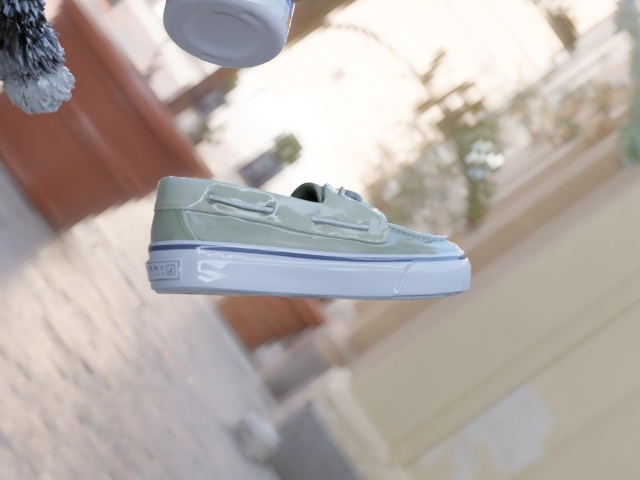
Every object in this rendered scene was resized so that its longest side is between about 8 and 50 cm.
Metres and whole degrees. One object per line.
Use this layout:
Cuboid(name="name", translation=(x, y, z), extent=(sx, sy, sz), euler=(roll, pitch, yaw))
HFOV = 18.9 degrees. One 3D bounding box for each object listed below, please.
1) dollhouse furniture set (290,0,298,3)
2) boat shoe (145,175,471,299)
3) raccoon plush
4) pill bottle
Cuboid(name="dollhouse furniture set", translation=(-0.027, -0.357, 1.654), extent=(0.161, 0.212, 0.242), euler=(-109, 177, -48))
Cuboid(name="boat shoe", translation=(0.000, 0.000, 1.541), extent=(0.109, 0.302, 0.094), euler=(-1, -93, 53))
Cuboid(name="raccoon plush", translation=(-0.364, -0.337, 2.071), extent=(0.299, 0.216, 0.446), euler=(-65, 131, -72))
Cuboid(name="pill bottle", translation=(-0.092, -0.359, 2.324), extent=(0.152, 0.152, 0.272), euler=(51, 43, -50))
